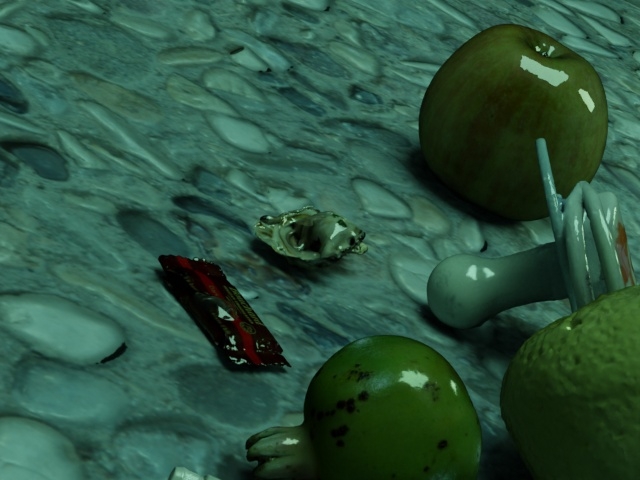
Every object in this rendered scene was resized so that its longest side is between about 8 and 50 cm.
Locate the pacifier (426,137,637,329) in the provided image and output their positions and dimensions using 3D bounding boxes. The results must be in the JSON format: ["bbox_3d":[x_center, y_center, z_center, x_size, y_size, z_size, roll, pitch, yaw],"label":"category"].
[{"bbox_3d":[0.231,0.045,2.019,0.233,0.299,0.244,-13,12,12],"label":"pacifier"}]

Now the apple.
[{"bbox_3d":[0.262,-0.161,2.417,0.257,0.234,0.257,20,22,-8],"label":"apple"}]

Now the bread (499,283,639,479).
[{"bbox_3d":[0.332,0.150,1.758,0.237,0.320,0.320,54,31,12],"label":"bread"}]

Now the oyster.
[{"bbox_3d":[0.003,-0.001,2.047,0.108,0.053,0.166,19,24,33],"label":"oyster"}]

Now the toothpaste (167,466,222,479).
[{"bbox_3d":[-0.042,0.239,1.536,0.190,0.031,0.048,25,20,-10],"label":"toothpaste"}]

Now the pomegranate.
[{"bbox_3d":[0.038,0.178,1.601,0.210,0.180,0.180,-13,35,-10],"label":"pomegranate"}]

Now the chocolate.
[{"bbox_3d":[-0.097,0.070,1.829,0.086,0.028,0.182,10,26,-38],"label":"chocolate"}]
